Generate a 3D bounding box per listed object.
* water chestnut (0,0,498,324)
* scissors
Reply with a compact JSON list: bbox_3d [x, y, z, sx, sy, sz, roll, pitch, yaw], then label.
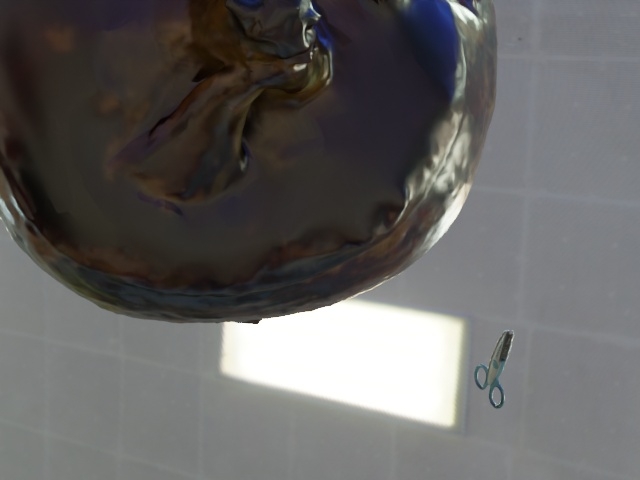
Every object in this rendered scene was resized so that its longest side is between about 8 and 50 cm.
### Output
[{"bbox_3d":[-0.049,-0.115,0.596,0.351,0.302,0.350,0,-91,-5],"label":"water chestnut"},{"bbox_3d":[0.206,0.145,1.157,0.058,0.014,0.119,56,-30,36],"label":"scissors"}]
